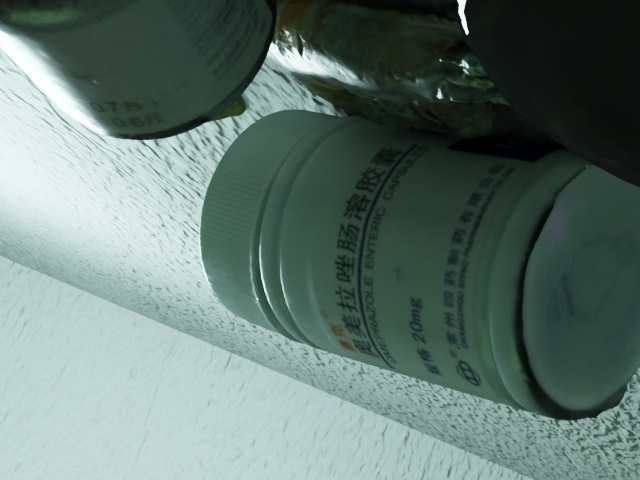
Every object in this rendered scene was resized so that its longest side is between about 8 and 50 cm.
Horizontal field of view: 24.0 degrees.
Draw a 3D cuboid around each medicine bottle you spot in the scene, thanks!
[{"bbox_3d":[-0.134,-0.178,0.836,0.165,0.165,0.273,20,166,21],"label":"medicine bottle"},{"bbox_3d":[0.076,0.008,1.144,0.332,0.190,0.190,13,163,43],"label":"medicine bottle"}]

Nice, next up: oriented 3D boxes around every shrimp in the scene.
[{"bbox_3d":[0.070,-0.107,0.993,0.164,0.062,0.317,27,173,-31],"label":"shrimp"}]

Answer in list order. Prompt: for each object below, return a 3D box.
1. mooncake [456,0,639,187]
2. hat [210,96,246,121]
[{"bbox_3d":[0.178,-0.102,0.610,0.245,0.133,0.245,24,168,5],"label":"mooncake"},{"bbox_3d":[-0.146,-0.120,1.336,0.146,0.067,0.146,24,168,5],"label":"hat"}]
